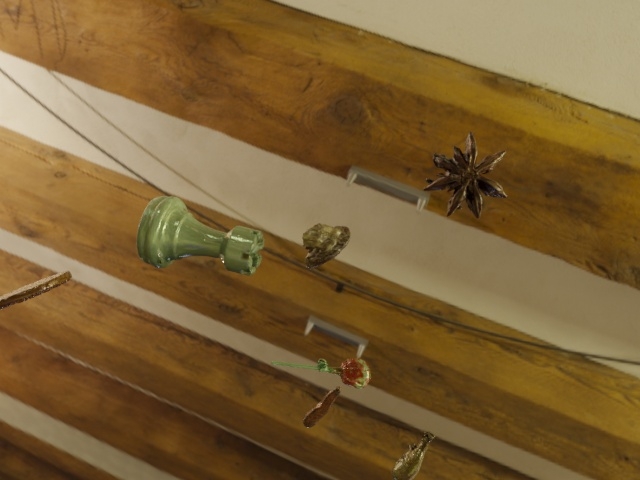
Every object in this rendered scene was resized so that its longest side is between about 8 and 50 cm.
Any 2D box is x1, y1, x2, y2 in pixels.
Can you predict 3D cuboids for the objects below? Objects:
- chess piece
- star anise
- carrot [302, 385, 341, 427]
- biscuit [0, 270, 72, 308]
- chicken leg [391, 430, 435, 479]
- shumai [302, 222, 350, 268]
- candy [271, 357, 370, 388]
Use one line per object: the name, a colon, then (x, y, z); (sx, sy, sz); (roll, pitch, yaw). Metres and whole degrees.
chess piece: (-0.305, 0.001, 1.406); (0.298, 0.195, 0.195); (12, -49, 9)
star anise: (0.282, -0.121, 1.024); (0.167, 0.057, 0.168); (2, -85, 18)
carrot: (0.006, 0.400, 1.286); (0.035, 0.036, 0.165); (35, -59, -5)
biscuit: (-0.671, 0.118, 1.239); (0.187, 0.188, 0.027); (-14, -77, 33)
chicken leg: (0.282, 0.650, 1.620); (0.070, 0.093, 0.178); (32, -86, -8)
shumai: (0.012, 0.002, 1.387); (0.139, 0.123, 0.105); (-20, -81, -4)
candy: (0.004, 0.348, 1.455); (0.287, 0.078, 0.084); (12, -5, -17)
